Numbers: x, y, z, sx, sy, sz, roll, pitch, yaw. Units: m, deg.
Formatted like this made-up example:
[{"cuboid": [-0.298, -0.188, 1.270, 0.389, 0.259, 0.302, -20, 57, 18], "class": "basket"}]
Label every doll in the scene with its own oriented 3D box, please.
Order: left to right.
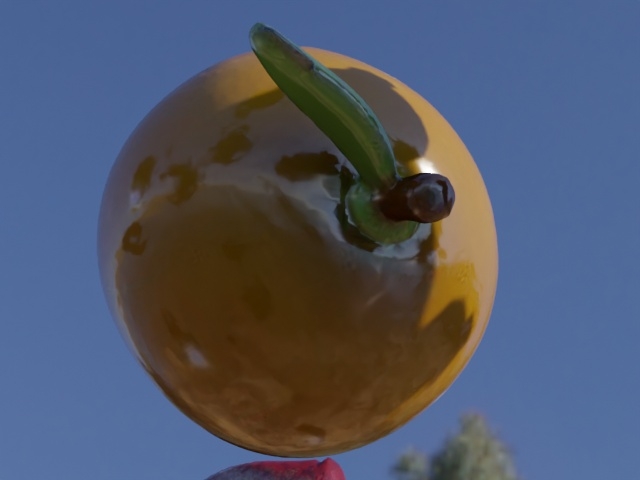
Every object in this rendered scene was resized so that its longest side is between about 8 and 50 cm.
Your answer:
[{"cuboid": [0.000, 0.000, 0.933, 0.213, 0.213, 0.236, 24, -21, -16], "class": "doll"}]

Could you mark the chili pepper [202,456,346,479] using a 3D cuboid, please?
[{"cuboid": [-0.073, 0.256, 1.503, 0.136, 0.144, 0.252, 32, -74, -21], "class": "chili pepper"}]
